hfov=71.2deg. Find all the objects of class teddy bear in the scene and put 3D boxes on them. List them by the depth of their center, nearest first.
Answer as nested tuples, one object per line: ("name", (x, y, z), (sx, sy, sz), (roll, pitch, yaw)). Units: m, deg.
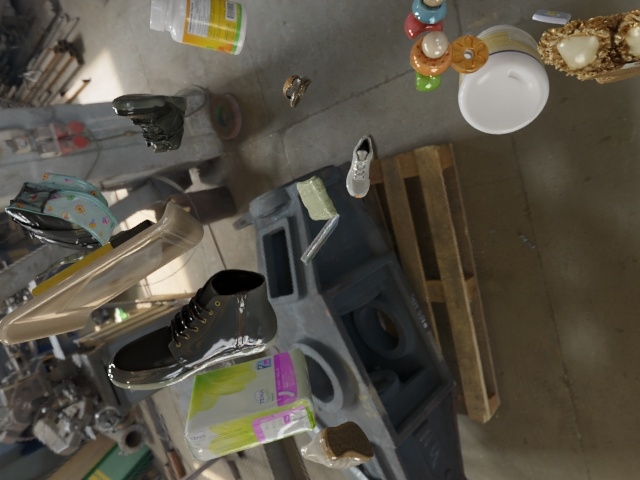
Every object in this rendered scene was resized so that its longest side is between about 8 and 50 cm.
("teddy bear", (0.496, -0.336, 0.742), (0.245, 0.338, 0.113), (2, 104, 54))

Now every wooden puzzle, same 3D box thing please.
("wooden puzzle", (-0.272, 0.037, 0.598), (0.044, 0.239, 0.221), (52, 172, 1))

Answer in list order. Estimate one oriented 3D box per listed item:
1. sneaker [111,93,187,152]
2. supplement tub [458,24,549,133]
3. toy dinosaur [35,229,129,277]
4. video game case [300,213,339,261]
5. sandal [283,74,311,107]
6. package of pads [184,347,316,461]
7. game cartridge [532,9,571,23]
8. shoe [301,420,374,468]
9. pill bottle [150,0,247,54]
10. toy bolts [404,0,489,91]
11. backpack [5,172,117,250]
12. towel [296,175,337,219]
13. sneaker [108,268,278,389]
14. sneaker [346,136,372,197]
("sneaker", (-0.357, -0.249, 0.960), (0.087, 0.227, 0.130), (5, 105, 6))
("supplement tub", (0.550, -0.503, 1.369), (0.241, 0.331, 0.240), (10, 134, 10))
("toy dinosaur", (-0.605, 0.041, 1.197), (0.064, 0.268, 0.118), (57, 159, 12))
("video game case", (0.000, 0.000, 1.564), (0.023, 0.193, 0.212), (36, 175, 4))
("sandal", (-0.070, -0.428, 1.241), (0.060, 0.219, 0.090), (28, 114, -15))
("package of pads", (-0.168, 0.393, 1.090), (0.229, 0.297, 0.101), (-112, 8, -69))
("game cartridge", (0.598, -0.579, 1.157), (0.083, 0.056, 0.017), (24, 142, 25))
("shoe", (0.037, 0.388, 0.844), (0.058, 0.219, 0.076), (-34, 55, 12))
("pill bottle", (-0.338, -0.611, 1.238), (0.136, 0.246, 0.136), (-176, 90, -68))
("toy bolts", (0.312, -0.523, 1.105), (0.158, 0.219, 0.228), (81, 176, -79))
("backpack", (-0.561, -0.057, 1.009), (0.189, 0.144, 0.165), (17, 150, 11))
("towel", (-0.013, -0.097, 1.073), (0.110, 0.027, 0.148), (63, 162, -11))
("sneaker", (-0.169, 0.106, 0.575), (0.083, 0.222, 0.118), (-124, 23, -48))
("sneaker", (0.162, -0.308, 1.843), (0.121, 0.100, 0.262), (83, -167, -72))
